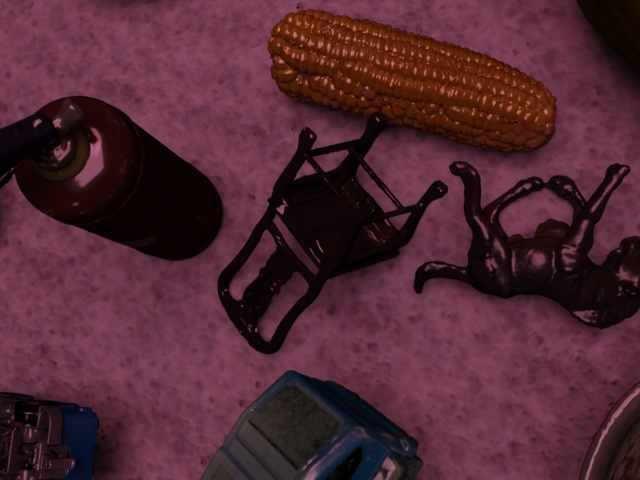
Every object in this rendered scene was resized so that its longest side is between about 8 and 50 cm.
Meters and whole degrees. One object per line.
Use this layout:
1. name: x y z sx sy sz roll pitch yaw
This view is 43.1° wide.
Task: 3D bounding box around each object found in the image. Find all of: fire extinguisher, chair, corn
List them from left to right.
1. fire extinguisher: -0.191 -0.041 0.684 0.138 0.344 0.102 -42 77 2
2. chair: 0.000 0.000 0.778 0.106 0.113 0.229 53 134 21
3. corn: 0.085 -0.151 0.785 0.291 0.101 0.101 20 85 9

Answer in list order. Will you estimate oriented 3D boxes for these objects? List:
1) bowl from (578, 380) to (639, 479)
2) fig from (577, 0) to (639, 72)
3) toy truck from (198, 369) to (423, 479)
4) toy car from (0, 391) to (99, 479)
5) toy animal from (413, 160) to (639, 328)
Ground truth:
1. bowl: 0.347 0.231 0.654 0.289 0.146 0.289 -2 80 11
2. fig: 0.359 -0.255 0.649 0.343 0.343 0.343 -1 81 10
3. toy truck: -0.033 0.259 0.685 0.155 0.156 0.279 30 86 50
4. toy car: -0.272 0.201 0.782 0.191 0.100 0.097 -3 79 43
5. toy animal: 0.203 0.006 0.744 0.232 0.084 0.148 1 83 6
